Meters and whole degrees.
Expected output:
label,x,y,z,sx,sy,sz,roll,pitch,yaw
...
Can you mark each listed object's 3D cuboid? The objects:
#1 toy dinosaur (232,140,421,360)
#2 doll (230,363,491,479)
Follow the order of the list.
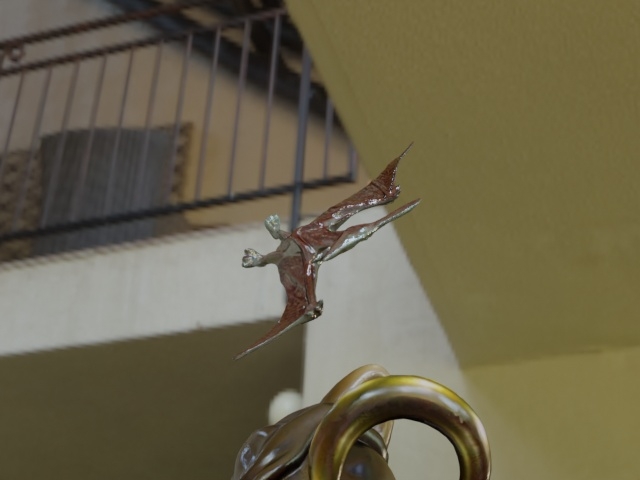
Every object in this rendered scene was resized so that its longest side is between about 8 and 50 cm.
label,x,y,z,sx,sy,sz,roll,pitch,yaw
toy dinosaur,0.001,0.001,0.889,0.108,0.220,0.032,-1,-46,47
doll,0.061,0.274,0.995,0.318,0.209,0.339,-42,-96,19
